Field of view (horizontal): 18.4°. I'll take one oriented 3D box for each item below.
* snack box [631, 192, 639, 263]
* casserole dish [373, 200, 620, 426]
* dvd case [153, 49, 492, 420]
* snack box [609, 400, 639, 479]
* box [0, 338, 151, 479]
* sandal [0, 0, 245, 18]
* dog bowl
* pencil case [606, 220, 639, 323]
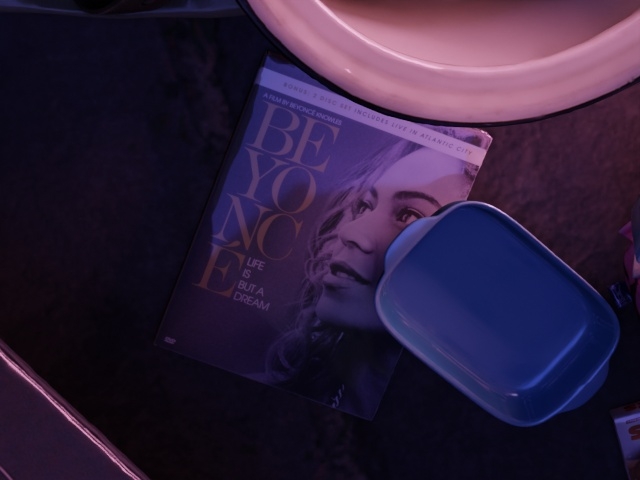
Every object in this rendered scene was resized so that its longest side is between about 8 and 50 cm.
[{"bbox_3d":[0.377,-0.032,1.230,0.322,0.060,0.187,14,130,-6],"label":"snack box"},{"bbox_3d":[0.118,0.046,1.352,0.188,0.037,0.114,39,99,-21],"label":"casserole dish"},{"bbox_3d":[0.000,0.000,1.355,0.165,0.018,0.221,20,105,-8],"label":"dvd case"},{"bbox_3d":[0.299,0.127,1.399,0.178,0.022,0.064,-16,105,4],"label":"snack box"},{"bbox_3d":[-0.354,0.246,1.190,0.472,0.297,0.480,46,76,-16],"label":"box"},{"bbox_3d":[-0.120,-0.189,1.258,0.303,0.086,0.120,-8,107,1],"label":"sandal"},{"bbox_3d":[0.093,-0.280,1.154,0.408,0.150,0.408,-8,116,-17],"label":"dog bowl"},{"bbox_3d":[0.249,0.063,1.283,0.095,0.209,0.098,-37,115,15],"label":"pencil case"}]
